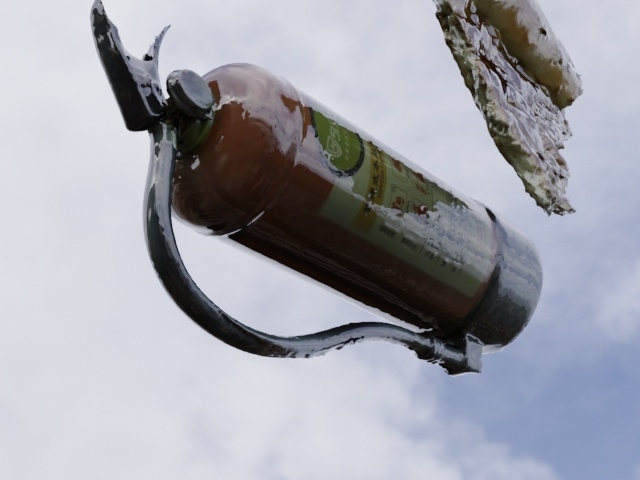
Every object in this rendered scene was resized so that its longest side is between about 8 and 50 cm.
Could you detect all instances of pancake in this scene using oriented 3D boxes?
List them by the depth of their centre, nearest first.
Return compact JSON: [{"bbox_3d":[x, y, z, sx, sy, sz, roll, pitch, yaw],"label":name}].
[{"bbox_3d":[0.148,-0.106,0.856,0.057,0.244,0.266,-29,-41,20],"label":"pancake"}]

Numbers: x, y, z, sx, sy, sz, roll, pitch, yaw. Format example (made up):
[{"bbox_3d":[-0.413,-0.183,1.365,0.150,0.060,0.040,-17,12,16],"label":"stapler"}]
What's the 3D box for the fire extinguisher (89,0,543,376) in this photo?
[{"bbox_3d":[0.007,-0.008,0.805,0.376,0.200,0.113,29,-65,-38],"label":"fire extinguisher"}]
